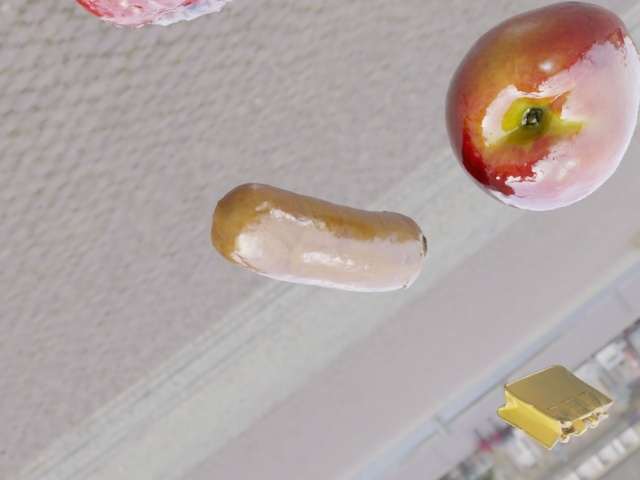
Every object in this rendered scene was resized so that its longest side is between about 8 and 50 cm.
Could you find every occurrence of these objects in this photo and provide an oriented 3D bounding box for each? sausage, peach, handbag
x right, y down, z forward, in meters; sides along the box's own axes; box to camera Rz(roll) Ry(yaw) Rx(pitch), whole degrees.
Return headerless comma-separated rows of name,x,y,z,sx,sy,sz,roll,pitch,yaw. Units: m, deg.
sausage,-0.001,0.002,1.581,0.270,0.109,0.109,11,137,-38
peach,0.240,-0.147,1.523,0.243,0.199,0.243,-57,170,-16
handbag,0.183,0.127,1.112,0.083,0.061,0.027,-14,125,-44

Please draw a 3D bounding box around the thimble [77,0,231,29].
thimble,-0.116,-0.246,0.950,0.125,0.189,0.163,-18,170,26
